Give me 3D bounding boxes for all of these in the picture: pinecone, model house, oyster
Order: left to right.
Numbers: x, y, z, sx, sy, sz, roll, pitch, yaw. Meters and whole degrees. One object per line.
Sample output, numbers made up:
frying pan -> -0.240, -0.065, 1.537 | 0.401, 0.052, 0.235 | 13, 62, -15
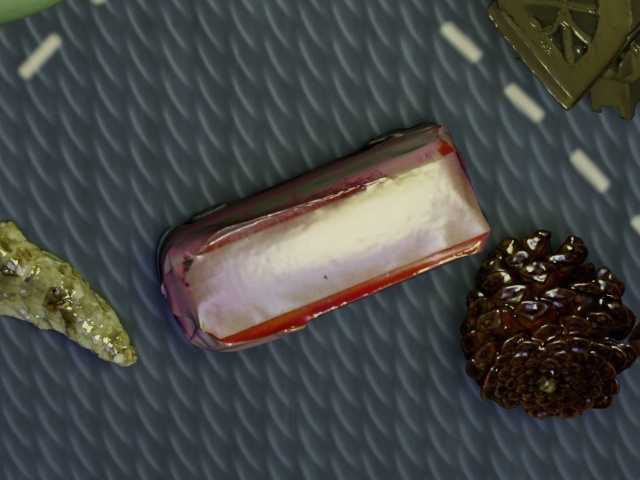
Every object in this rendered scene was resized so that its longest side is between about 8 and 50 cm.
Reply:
oyster -> -0.255, 0.045, 1.590 | 0.200, 0.061, 0.106 | 13, 100, -9
pinecone -> 0.206, 0.066, 1.598 | 0.163, 0.165, 0.163 | -1, 138, -1
model house -> 0.234, -0.219, 1.535 | 0.204, 0.211, 0.243 | 16, 139, 30

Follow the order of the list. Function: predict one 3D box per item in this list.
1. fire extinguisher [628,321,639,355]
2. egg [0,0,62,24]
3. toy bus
fire extinguisher -> 0.365, 0.136, 1.686 | 0.078, 0.045, 0.157 | -44, 103, -18
egg -> -0.258, -0.326, 1.394 | 0.389, 0.276, 0.276 | -36, 104, 1
toy bus -> 0.000, 0.000, 1.567 | 0.302, 0.147, 0.127 | -22, 98, -2
